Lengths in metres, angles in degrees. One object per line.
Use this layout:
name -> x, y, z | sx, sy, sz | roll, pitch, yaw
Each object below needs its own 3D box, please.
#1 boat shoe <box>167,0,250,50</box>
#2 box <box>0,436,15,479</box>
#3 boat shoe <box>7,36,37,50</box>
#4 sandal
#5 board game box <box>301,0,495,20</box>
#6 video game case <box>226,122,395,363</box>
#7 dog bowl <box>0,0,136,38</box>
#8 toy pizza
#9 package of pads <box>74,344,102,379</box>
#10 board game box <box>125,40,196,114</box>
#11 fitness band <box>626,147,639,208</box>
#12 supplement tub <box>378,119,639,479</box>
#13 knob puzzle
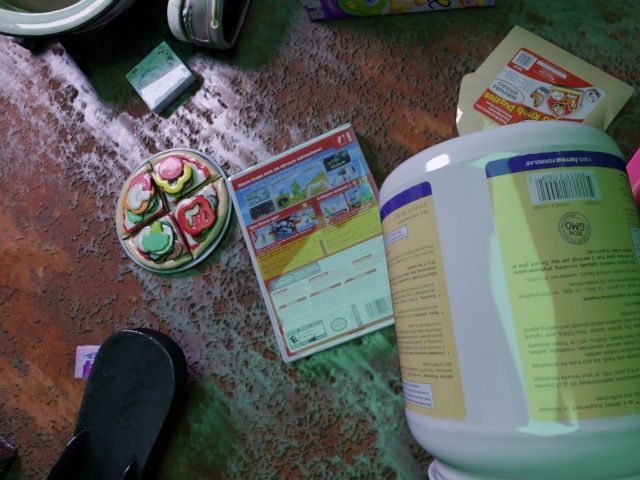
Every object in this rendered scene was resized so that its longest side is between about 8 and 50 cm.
boat shoe -> -0.129, -0.457, 0.687 | 0.097, 0.116, 0.324 | 23, 90, 12
box -> -0.601, 0.363, 0.617 | 0.169, 0.167, 0.203 | 27, 87, 17
boat shoe -> -0.526, -0.422, 0.815 | 0.049, 0.040, 0.142 | 30, 87, 26
sandal -> -0.301, 0.334, 0.567 | 0.168, 0.107, 0.445 | 12, 90, 14
board game box -> 0.104, -0.419, 0.603 | 0.275, 0.144, 0.142 | 3, 81, 15
video game case -> 0.000, 0.000, 0.611 | 0.204, 0.025, 0.285 | -22, 75, 9
dog bowl -> -0.444, -0.521, 0.682 | 0.408, 0.150, 0.407 | 0, 105, -2
toy pizza -> -0.233, -0.051, 0.675 | 0.201, 0.032, 0.201 | -3, 79, 13
package of pads -> -0.321, 0.181, 0.652 | 0.083, 0.032, 0.050 | -4, 79, 13
board game box -> -0.267, -0.272, 0.731 | 0.090, 0.020, 0.090 | -40, 72, 3
fitness band -> 0.419, -0.022, 0.455 | 0.209, 0.054, 0.290 | 35, 92, 45
supplement tub -> 0.193, 0.081, 0.435 | 0.241, 0.241, 0.331 | -8, 78, 12
knob puzzle -> 0.266, -0.159, 0.573 | 0.213, 0.030, 0.213 | -2, 79, 13
